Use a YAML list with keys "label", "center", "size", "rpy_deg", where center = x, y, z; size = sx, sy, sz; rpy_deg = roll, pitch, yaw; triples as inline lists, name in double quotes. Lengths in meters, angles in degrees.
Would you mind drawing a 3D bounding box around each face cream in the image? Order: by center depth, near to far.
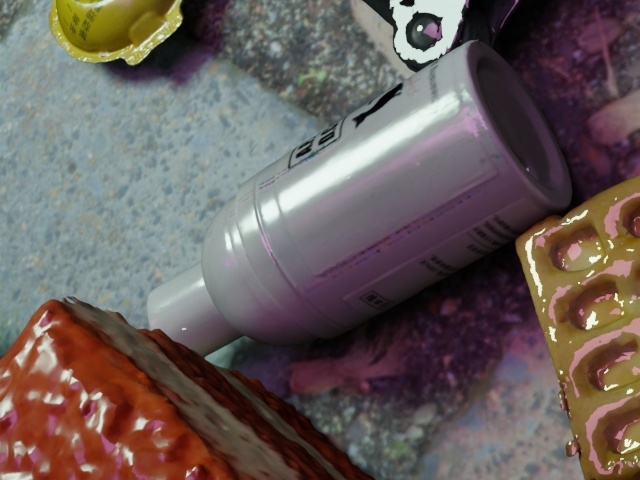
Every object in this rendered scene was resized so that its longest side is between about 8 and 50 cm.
- label: "face cream"
  center: [0.000, 0.000, 1.237]
  size: [0.370, 0.145, 0.145]
  rpy_deg: [-30, 58, 22]

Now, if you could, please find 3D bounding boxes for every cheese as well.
- label: "cheese"
  center: [-0.198, -0.267, 1.518]
  size: [0.177, 0.069, 0.270]
  rpy_deg: [-41, 52, 13]

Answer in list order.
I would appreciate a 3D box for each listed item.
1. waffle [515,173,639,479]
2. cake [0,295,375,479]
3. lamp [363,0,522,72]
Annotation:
- label: "waffle"
  center: [0.303, 0.027, 1.066]
  size: [0.328, 0.098, 0.224]
  rpy_deg: [-27, 58, 25]
- label: "cake"
  center: [-0.112, 0.234, 1.112]
  size: [0.270, 0.319, 0.269]
  rpy_deg: [38, 93, 37]
- label: "lamp"
  center: [0.110, -0.335, 1.256]
  size: [0.272, 0.205, 0.374]
  rpy_deg: [39, 106, 33]
